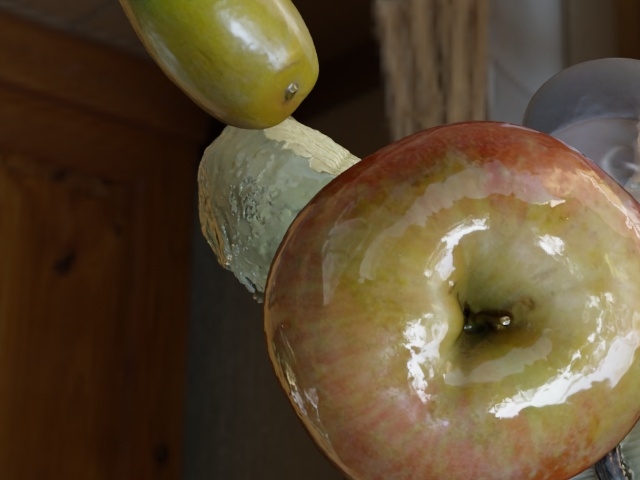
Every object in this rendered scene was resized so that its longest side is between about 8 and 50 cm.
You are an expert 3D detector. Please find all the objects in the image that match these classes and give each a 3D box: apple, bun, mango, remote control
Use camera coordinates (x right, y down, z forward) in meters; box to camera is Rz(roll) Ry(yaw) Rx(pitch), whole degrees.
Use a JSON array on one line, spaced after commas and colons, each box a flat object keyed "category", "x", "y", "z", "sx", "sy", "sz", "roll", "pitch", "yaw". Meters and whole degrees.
[{"category": "apple", "x": 0.073, "y": 0.041, "z": 0.932, "sx": 0.209, "sy": 0.209, "sz": 0.164, "roll": 1, "pitch": 175, "yaw": 0}, {"category": "bun", "x": 0.000, "y": 0.000, "z": 1.567, "sx": 0.259, "sy": 0.152, "sz": 0.259, "roll": 33, "pitch": -169, "yaw": -8}, {"category": "mango", "x": -0.080, "y": -0.157, "z": 1.155, "sx": 0.092, "sy": 0.194, "sz": 0.130, "roll": -35, "pitch": 162, "yaw": -5}, {"category": "remote control", "x": 0.300, "y": -0.050, "z": 1.809, "sx": 0.221, "sy": 0.332, "sz": 0.103, "roll": 14, "pitch": 145, "yaw": 2}]

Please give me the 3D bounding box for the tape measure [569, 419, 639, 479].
[{"category": "tape measure", "x": 0.296, "y": 0.272, "z": 1.479, "sx": 0.133, "sy": 0.271, "sz": 0.231, "roll": -17, "pitch": 160, "yaw": 34}]
